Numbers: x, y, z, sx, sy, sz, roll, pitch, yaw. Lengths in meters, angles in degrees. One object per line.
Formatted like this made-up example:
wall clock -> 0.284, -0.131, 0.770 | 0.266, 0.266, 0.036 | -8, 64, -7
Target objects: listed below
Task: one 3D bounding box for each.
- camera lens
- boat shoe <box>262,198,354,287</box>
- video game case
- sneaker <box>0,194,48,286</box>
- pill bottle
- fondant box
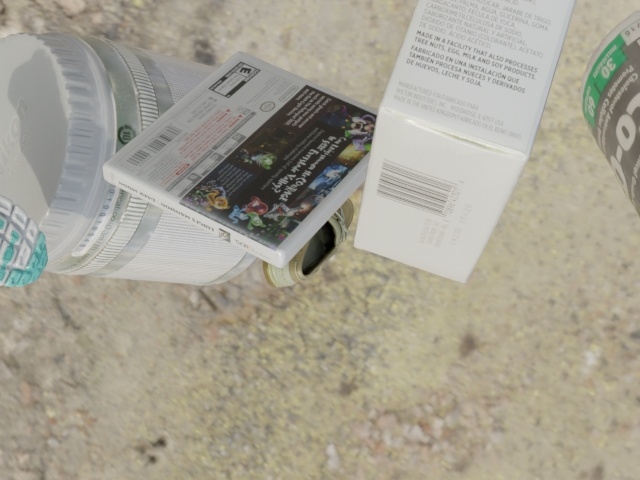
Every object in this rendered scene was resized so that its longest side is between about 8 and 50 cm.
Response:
camera lens -> -0.181, -0.072, 1.136 | 0.274, 0.219, 0.219 | 7, 101, -47
boat shoe -> -0.001, -0.001, 1.217 | 0.153, 0.048, 0.056 | -41, 120, -48
video game case -> -0.051, -0.073, 0.975 | 0.190, 0.173, 0.022 | -47, 153, -38
sneaker -> -0.281, -0.020, 0.891 | 0.166, 0.076, 0.065 | 33, 82, -27
pill bottle -> 0.403, -0.067, 1.161 | 0.204, 0.361, 0.204 | -6, 130, -7
fondant box -> 0.121, -0.164, 0.830 | 0.096, 0.238, 0.330 | 19, 70, 5
